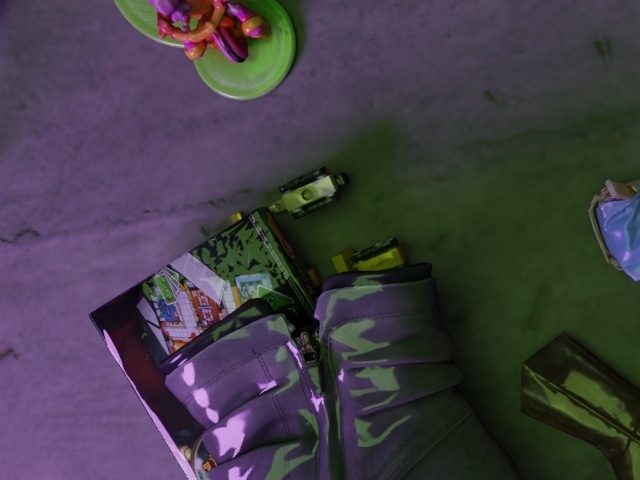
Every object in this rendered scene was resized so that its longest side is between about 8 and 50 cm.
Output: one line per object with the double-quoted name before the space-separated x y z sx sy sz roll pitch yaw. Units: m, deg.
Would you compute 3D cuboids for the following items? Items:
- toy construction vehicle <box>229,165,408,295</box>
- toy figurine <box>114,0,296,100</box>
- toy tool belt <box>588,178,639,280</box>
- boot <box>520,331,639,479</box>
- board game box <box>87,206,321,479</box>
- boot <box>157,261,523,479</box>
"toy construction vehicle" 0.000 0.000 1.115 0.098 0.035 0.086 -25 94 19
"toy figurine" -0.096 -0.169 1.074 0.130 0.159 0.173 -28 83 16
"toy tool belt" 0.191 0.002 1.040 0.052 0.051 0.083 -28 83 16
"boot" 0.159 0.124 1.058 0.114 0.037 0.106 30 86 12
"board game box" -0.024 0.123 1.104 0.136 0.030 0.259 -31 89 13
"boot" -0.045 0.164 1.054 0.338 0.118 0.223 -28 87 4
